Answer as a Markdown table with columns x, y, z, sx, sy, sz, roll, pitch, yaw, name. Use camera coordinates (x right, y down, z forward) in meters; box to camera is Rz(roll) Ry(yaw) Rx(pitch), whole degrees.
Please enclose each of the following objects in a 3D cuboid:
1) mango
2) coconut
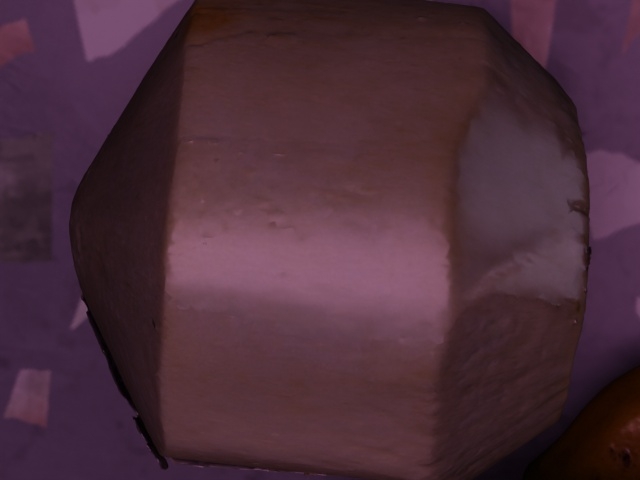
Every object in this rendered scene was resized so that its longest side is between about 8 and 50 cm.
| x | y | z | sx | sy | sz | roll | pitch | yaw | name |
| --- | --- | --- | --- | --- | --- | --- | --- | --- | --- |
| 0.212 | 0.145 | 0.996 | 0.115 | 0.089 | 0.165 | 40 | 107 | 0 | mango |
| 0.000 | 0.000 | 0.905 | 0.323 | 0.323 | 0.322 | 1 | 99 | 8 | coconut |
